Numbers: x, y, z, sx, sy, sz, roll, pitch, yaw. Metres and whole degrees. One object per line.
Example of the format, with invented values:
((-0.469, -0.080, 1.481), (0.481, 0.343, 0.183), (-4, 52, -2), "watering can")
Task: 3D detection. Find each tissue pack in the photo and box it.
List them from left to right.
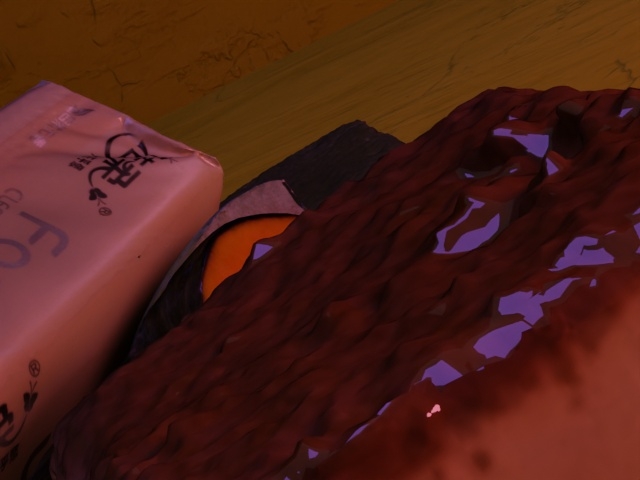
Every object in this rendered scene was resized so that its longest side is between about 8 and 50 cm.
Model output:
((-0.259, 0.123, 1.200), (0.405, 0.205, 0.332), (-50, -19, -50), "tissue pack")

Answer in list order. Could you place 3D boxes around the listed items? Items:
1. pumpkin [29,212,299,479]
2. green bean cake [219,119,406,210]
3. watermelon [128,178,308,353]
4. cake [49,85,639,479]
((-0.034, 0.160, 0.909), (0.232, 0.242, 0.325), (-57, 1, 36), "pumpkin")
((0.000, 0.000, 1.503), (0.222, 0.125, 0.227), (-30, 15, -7), "green bean cake")
((-0.041, 0.127, 1.162), (0.213, 0.201, 0.262), (-54, -15, -58), "watermelon")
((0.074, 0.128, 0.546), (0.282, 0.290, 0.255), (-37, 13, -11), "cake")
